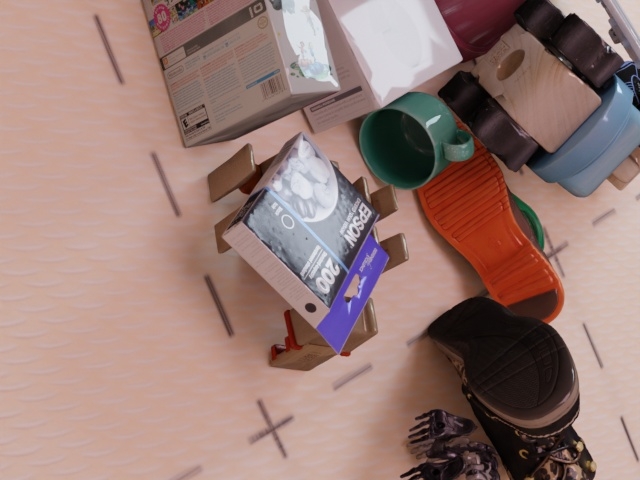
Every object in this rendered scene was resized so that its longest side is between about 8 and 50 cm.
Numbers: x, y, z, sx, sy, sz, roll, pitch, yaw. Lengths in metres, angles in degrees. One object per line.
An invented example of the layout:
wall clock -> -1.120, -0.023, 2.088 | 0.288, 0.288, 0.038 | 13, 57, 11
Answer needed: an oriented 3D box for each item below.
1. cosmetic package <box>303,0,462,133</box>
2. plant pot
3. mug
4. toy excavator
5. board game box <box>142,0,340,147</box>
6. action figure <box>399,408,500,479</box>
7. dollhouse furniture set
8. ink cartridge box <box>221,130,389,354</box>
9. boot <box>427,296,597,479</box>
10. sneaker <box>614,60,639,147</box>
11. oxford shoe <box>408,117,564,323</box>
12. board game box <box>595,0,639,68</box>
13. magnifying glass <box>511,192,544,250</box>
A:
cosmetic package -> 0.051, -0.304, 1.758 | 0.224, 0.138, 0.225 | -33, 101, -45
plant pot -> 0.260, -0.404, 1.963 | 0.201, 0.180, 0.201 | 17, 65, -40
mug -> 0.146, -0.142, 1.790 | 0.157, 0.129, 0.097 | 39, 42, 13
toy excavator -> 0.409, -0.171, 1.946 | 0.445, 0.222, 0.433 | 39, 13, -24
board game box -> -0.115, -0.293, 1.534 | 0.097, 0.224, 0.304 | -14, 87, -44
action figure -> 0.178, 0.330, 1.678 | 0.276, 0.140, 0.164 | 56, 31, -52
dollhouse furniture set -> -0.021, 0.024, 1.616 | 0.262, 0.135, 0.259 | 13, 57, -41
ink cartridge box -> 0.000, 0.000, 1.511 | 0.208, 0.045, 0.206 | 47, 40, -15
boot -> 0.294, 0.249, 1.696 | 0.138, 0.377, 0.284 | -32, 109, -8
sneaker -> 0.579, -0.247, 2.281 | 0.081, 0.090, 0.232 | 37, 54, -29
oxford shoe -> 0.248, -0.033, 1.899 | 0.364, 0.130, 0.133 | 61, 12, -1
board game box -> 0.500, -0.331, 2.047 | 0.390, 0.050, 0.390 | 57, 18, -2
magnifying glass -> 0.292, -0.065, 1.995 | 0.231, 0.026, 0.092 | 56, 47, -17
